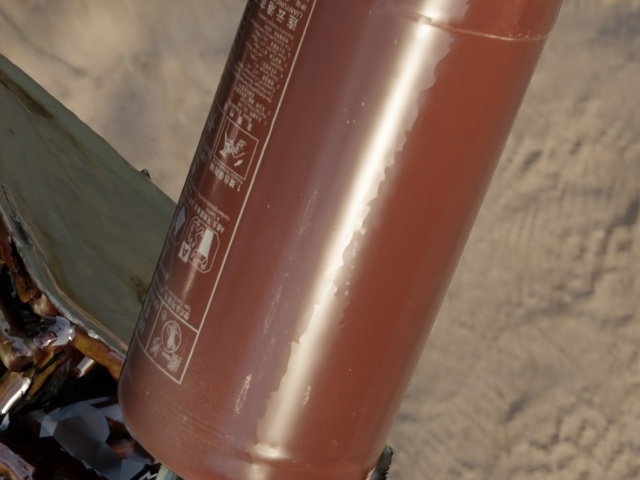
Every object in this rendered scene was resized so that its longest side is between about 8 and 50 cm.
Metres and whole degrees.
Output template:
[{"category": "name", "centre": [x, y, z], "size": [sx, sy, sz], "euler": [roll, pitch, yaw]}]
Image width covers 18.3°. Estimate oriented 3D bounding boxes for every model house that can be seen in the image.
[{"category": "model house", "centre": [-0.218, 0.091, 1.218], "size": [0.317, 0.297, 0.282], "euler": [40, 109, -3]}]

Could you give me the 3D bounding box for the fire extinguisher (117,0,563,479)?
[{"category": "fire extinguisher", "centre": [0.000, 0.000, 0.646], "size": [0.105, 0.105, 0.269], "euler": [28, 113, 22]}]
